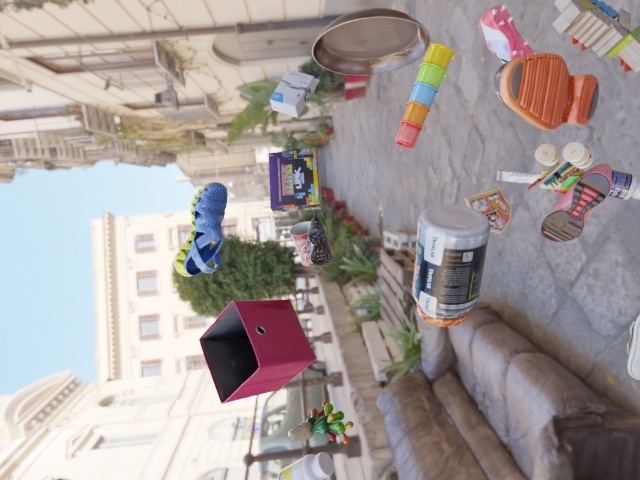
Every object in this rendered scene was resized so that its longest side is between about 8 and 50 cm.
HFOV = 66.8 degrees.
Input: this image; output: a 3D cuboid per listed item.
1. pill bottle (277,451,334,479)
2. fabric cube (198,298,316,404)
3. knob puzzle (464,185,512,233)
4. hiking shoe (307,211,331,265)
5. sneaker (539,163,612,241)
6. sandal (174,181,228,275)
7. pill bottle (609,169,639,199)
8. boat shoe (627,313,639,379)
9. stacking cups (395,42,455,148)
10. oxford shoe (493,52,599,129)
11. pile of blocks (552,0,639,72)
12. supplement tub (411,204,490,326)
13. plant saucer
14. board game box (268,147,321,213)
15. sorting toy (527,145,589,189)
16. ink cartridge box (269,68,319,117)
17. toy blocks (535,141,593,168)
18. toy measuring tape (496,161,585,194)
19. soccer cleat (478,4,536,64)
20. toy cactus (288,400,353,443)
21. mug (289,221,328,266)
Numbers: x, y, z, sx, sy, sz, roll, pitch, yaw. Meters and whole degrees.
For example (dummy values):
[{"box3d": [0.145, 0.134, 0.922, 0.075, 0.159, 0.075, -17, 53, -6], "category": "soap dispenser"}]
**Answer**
[{"box3d": [-0.045, 0.765, 1.584, 0.103, 0.184, 0.103, 39, -153, -24], "category": "pill bottle"}, {"box3d": [-0.219, 0.375, 1.681, 0.259, 0.258, 0.254, -47, 57, 31], "category": "fabric cube"}, {"box3d": [0.715, -0.121, 2.012, 0.030, 0.212, 0.214, 109, 156, -71], "category": "knob puzzle"}, {"box3d": [0.000, 0.000, 1.827, 0.227, 0.086, 0.114, 86, -173, -49], "category": "hiking shoe"}, {"box3d": [0.835, -0.117, 1.565, 0.136, 0.115, 0.314, -42, -18, -38], "category": "sneaker"}, {"box3d": [-0.346, -0.025, 1.521, 0.126, 0.138, 0.318, 8, -81, -50], "category": "sandal"}, {"box3d": [1.078, -0.201, 1.754, 0.094, 0.169, 0.094, 16, -90, -74], "category": "pill bottle"}, {"box3d": [0.920, 0.251, 1.347, 0.091, 0.114, 0.303, -51, -31, -51], "category": "boat shoe"}, {"box3d": [0.322, -0.445, 1.523, 0.096, 0.095, 0.317, -119, 48, -83], "category": "stacking cups"}, {"box3d": [0.415, -0.281, 0.947, 0.132, 0.363, 0.130, 18, 106, 44], "category": "oxford shoe"}, {"box3d": [0.854, -0.629, 1.476, 0.149, 0.361, 0.113, -63, 5, -30], "category": "pile of blocks"}, {"box3d": [0.387, 0.079, 1.469, 0.207, 0.206, 0.339, -101, 9, -61], "category": "supplement tub"}, {"box3d": [0.131, -0.521, 1.274, 0.310, 0.310, 0.050, 107, 159, -84], "category": "plant saucer"}, {"box3d": [-0.072, -0.168, 1.362, 0.048, 0.140, 0.171, 67, -162, -74], "category": "board game box"}, {"box3d": [0.753, -0.216, 1.495, 0.046, 0.274, 0.132, 55, 144, 15], "category": "sorting toy"}, {"box3d": [-0.087, -0.527, 1.692, 0.180, 0.104, 0.060, -63, -19, -19], "category": "ink cartridge box"}, {"box3d": [0.665, -0.225, 1.313, 0.148, 0.123, 0.054, 5, -89, -50], "category": "toy blocks"}, {"box3d": [0.806, -0.226, 1.723, 0.121, 0.329, 0.122, -26, -60, -56], "category": "toy measuring tape"}, {"box3d": [0.515, -0.522, 1.332, 0.248, 0.082, 0.095, 63, 167, 0], "category": "soccer cleat"}, {"box3d": [-0.008, 0.570, 1.473, 0.219, 0.180, 0.112, -3, 101, 66], "category": "toy cactus"}, {"box3d": [-0.042, 0.020, 2.088, 0.113, 0.150, 0.170, -52, -45, -47], "category": "mug"}]
